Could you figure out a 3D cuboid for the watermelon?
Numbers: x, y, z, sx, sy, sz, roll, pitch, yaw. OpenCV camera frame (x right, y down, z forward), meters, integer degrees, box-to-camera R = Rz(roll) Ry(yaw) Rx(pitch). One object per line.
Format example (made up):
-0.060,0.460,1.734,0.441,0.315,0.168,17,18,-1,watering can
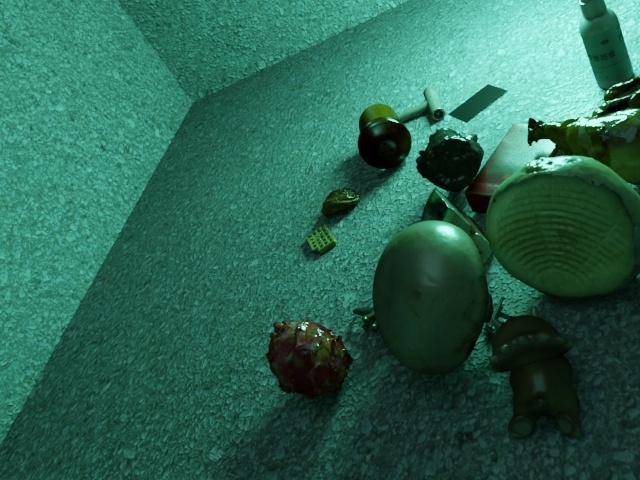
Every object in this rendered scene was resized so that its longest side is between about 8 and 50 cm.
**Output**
0.369,-0.016,1.800,0.201,0.262,0.213,-5,30,-5,watermelon

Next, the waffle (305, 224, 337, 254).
0.000,0.000,2.262,0.092,0.021,0.135,-33,31,2,waffle

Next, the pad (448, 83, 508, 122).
0.568,-0.498,2.395,0.190,0.004,0.127,-38,32,-3,pad

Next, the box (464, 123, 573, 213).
0.584,-0.208,1.926,0.197,0.089,0.313,13,55,47,box

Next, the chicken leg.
0.740,-0.303,1.746,0.409,0.182,0.295,19,81,49,chicken leg

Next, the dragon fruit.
-0.049,0.300,1.742,0.210,0.205,0.268,-50,49,-6,dragon fruit

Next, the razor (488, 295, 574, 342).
0.494,0.200,1.543,0.211,0.035,0.084,21,85,46,razor

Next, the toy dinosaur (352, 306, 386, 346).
0.201,0.191,1.812,0.188,0.075,0.247,-35,25,-17,toy dinosaur

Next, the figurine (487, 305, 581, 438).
0.439,0.260,1.378,0.177,0.173,0.247,-11,39,33,figurine

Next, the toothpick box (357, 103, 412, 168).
0.222,-0.385,2.405,0.192,0.192,0.294,-27,28,13,toothpick box

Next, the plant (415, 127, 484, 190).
0.392,-0.251,1.990,0.194,0.181,0.321,-58,2,14,plant

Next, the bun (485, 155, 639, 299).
0.573,-0.046,1.519,0.364,0.364,0.202,-3,31,40,bun

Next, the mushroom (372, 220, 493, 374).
0.285,0.134,1.577,0.294,0.363,0.362,3,30,-15,mushroom

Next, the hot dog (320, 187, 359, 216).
0.065,-0.136,2.337,0.147,0.065,0.099,-22,25,24,hot dog

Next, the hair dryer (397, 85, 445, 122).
0.357,-0.483,2.524,0.220,0.054,0.195,-27,34,15,hair dryer

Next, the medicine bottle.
0.839,-0.627,1.984,0.110,0.352,0.110,-24,34,18,medicine bottle
